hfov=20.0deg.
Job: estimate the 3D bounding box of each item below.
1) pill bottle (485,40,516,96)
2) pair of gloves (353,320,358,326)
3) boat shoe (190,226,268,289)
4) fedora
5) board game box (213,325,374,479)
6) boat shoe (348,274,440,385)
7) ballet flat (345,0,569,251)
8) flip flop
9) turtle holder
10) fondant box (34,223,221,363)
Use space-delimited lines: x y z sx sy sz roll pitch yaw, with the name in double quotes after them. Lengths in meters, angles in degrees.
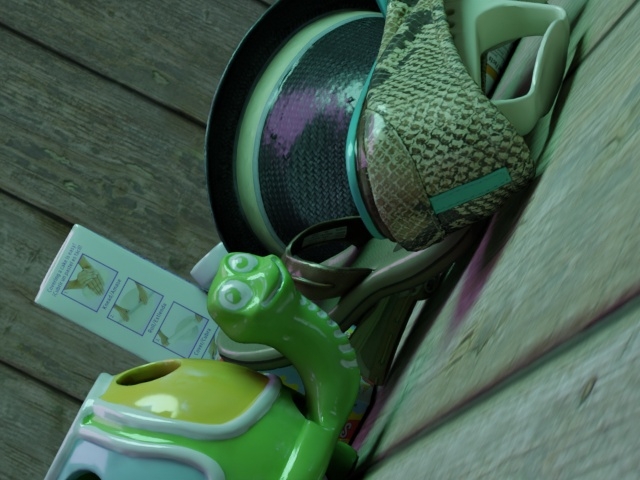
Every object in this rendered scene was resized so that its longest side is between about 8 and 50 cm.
0.148 -0.236 1.988 0.246 0.136 0.136 -63 2 -3 "pill bottle"
0.055 0.029 2.232 0.204 0.042 0.240 143 149 -73 "pair of gloves"
0.000 0.000 1.865 0.301 0.102 0.108 -27 -11 -43 "boat shoe"
0.051 -0.092 1.737 0.152 0.334 0.334 12 72 56 "fedora"
-0.067 0.203 1.724 0.275 0.144 0.142 -63 3 22 "board game box"
0.075 0.057 1.598 0.153 0.048 0.056 -56 -8 11 "boat shoe"
0.119 -0.166 1.512 0.182 0.164 0.483 -18 33 13 "ballet flat"
0.018 0.019 1.535 0.277 0.080 0.112 -30 27 29 "flip flop"
-0.096 0.194 1.459 0.320 0.227 0.243 -62 2 37 "turtle holder"
-0.128 0.100 1.911 0.096 0.330 0.238 -63 3 -3 "fondant box"
